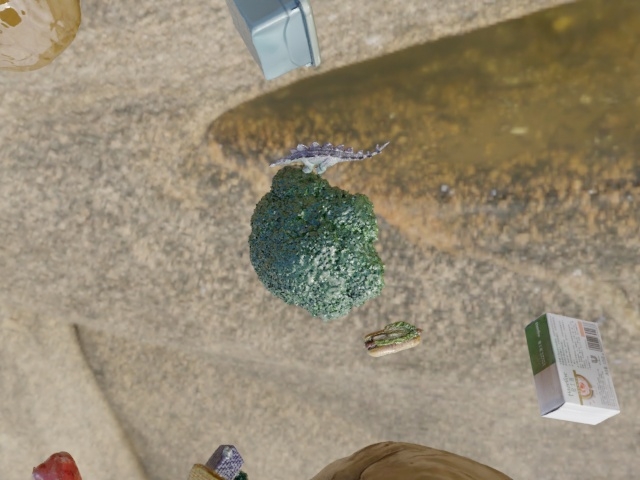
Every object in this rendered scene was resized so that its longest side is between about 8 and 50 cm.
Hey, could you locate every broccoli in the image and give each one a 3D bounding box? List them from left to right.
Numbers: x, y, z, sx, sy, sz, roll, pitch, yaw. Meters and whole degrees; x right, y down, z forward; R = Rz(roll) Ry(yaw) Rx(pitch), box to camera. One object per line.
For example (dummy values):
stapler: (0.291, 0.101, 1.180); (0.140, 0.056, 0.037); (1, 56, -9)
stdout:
broccoli: (0.000, 0.000, 1.561); (0.308, 0.275, 0.308); (21, 127, 31)

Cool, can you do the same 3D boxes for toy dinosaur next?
toy dinosaur: (0.016, -0.143, 1.367); (0.209, 0.039, 0.082); (-9, 170, -4)

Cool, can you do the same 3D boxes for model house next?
model house: (-0.165, 0.405, 1.379); (0.087, 0.101, 0.100); (29, 139, 16)

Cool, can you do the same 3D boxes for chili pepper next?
chili pepper: (-0.394, 0.386, 1.241); (0.073, 0.123, 0.070); (-14, 170, -38)

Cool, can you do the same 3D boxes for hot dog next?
hot dog: (0.146, 0.196, 1.638); (0.133, 0.056, 0.041); (-12, 150, -16)

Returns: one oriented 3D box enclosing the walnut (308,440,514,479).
walnut: (0.089, 0.327, 0.685); (0.252, 0.277, 0.313); (-24, 99, 26)

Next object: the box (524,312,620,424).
box: (0.491, 0.251, 1.601); (0.135, 0.199, 0.081); (13, 141, -21)

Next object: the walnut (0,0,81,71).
walnut: (-0.321, -0.253, 0.777); (0.167, 0.167, 0.207); (-6, 160, 24)

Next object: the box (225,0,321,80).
box: (-0.081, -0.394, 1.427); (0.130, 0.162, 0.227); (-29, 164, -4)
